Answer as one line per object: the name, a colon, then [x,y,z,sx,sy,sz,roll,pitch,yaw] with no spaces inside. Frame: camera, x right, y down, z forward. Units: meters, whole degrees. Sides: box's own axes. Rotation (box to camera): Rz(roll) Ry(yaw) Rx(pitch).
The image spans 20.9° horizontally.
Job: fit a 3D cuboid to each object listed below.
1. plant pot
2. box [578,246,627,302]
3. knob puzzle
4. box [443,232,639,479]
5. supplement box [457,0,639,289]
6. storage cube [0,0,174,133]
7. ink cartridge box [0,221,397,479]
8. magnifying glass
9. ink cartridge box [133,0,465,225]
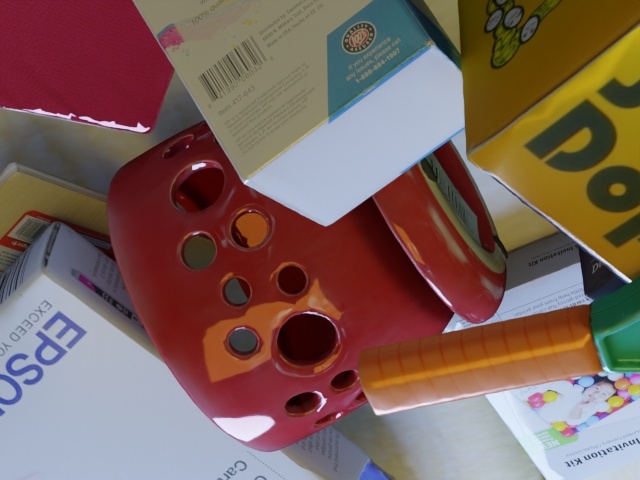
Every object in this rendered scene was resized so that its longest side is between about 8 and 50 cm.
plant pot: [0.000,0.000,0.993,0.174,0.191,0.191,-30,124,13]
box: [0.255,-0.080,0.911,0.103,0.184,0.261,34,124,-22]
knob puzzle: [-0.183,0.033,1.094,0.213,0.030,0.213,-16,143,-12]
box: [0.177,0.075,1.144,0.145,0.038,0.186,-22,128,20]
supplement box: [0.189,-0.144,0.744,0.194,0.356,0.195,36,123,-25]
storage cube: [-0.147,-0.191,0.810,0.184,0.215,0.193,7,132,-20]
ink cartridge box: [-0.144,0.196,1.112,0.330,0.071,0.324,39,115,-17]
magnifying glass: [0.127,0.032,0.649,0.231,0.026,0.092,-11,131,17]
ink cartridge box: [-0.012,-0.095,0.714,0.092,0.143,0.090,-35,158,12]
